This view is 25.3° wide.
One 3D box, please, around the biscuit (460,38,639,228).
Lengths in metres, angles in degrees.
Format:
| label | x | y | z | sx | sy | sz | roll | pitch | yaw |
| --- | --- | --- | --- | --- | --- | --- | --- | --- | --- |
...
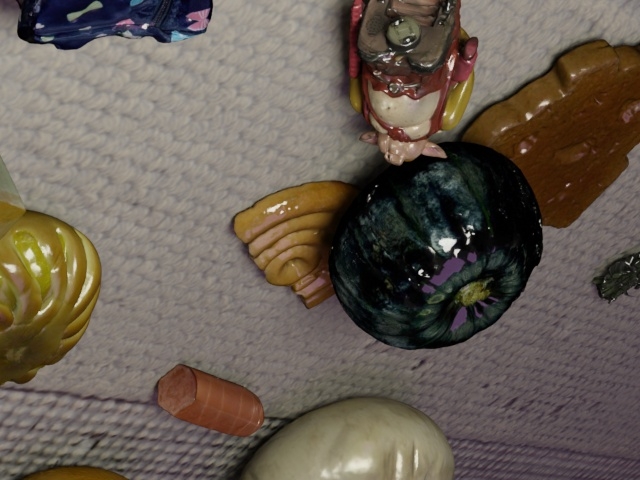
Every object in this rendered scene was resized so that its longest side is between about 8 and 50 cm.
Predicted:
| label | x | y | z | sx | sy | sz | roll | pitch | yaw |
| --- | --- | --- | --- | --- | --- | --- | --- | --- | --- |
| biscuit | 0.273 | -0.110 | 1.593 | 0.278 | 0.043 | 0.301 | -21 | 147 | -16 |

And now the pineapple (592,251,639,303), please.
| label | x | y | z | sx | sy | sz | roll | pitch | yaw |
| --- | --- | --- | --- | --- | --- | --- | --- | --- | --- |
| pineapple | 0.448 | 0.039 | 1.933 | 0.159 | 0.074 | 0.074 | -21 | 148 | -2 |

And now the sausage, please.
| label | x | y | z | sx | sy | sz | roll | pitch | yaw |
| --- | --- | --- | --- | --- | --- | --- | --- | --- | --- |
| sausage | -0.120 | 0.195 | 1.686 | 0.065 | 0.065 | 0.169 | -40 | 146 | 15 |

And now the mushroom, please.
| label | x | y | z | sx | sy | sz | roll | pitch | yaw |
| --- | --- | --- | --- | --- | --- | --- | --- | --- | --- |
| mushroom | 0.024 | 0.345 | 1.849 | 0.315 | 0.315 | 0.356 | -39 | -178 | 14 |

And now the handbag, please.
| label | x | y | z | sx | sy | sz | roll | pitch | yaw |
| --- | --- | --- | --- | --- | --- | --- | --- | --- | --- |
| handbag | -0.129 | -0.241 | 1.011 | 0.162 | 0.113 | 0.260 | -4 | 142 | -26 |

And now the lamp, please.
| label | x | y | z | sx | sy | sz | roll | pitch | yaw |
| --- | --- | --- | --- | --- | --- | --- | --- | --- | --- |
| lamp | 0.081 | -0.139 | 1.328 | 0.118 | 0.118 | 0.253 | -23 | 156 | -11 |

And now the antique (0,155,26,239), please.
| label | x | y | z | sx | sy | sz | roll | pitch | yaw |
| --- | --- | --- | --- | --- | --- | --- | --- | --- | --- |
| antique | -0.339 | -0.028 | 1.107 | 0.152 | 0.148 | 0.146 | -45 | 148 | 18 |

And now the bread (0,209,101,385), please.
| label | x | y | z | sx | sy | sz | roll | pitch | yaw |
| --- | --- | --- | --- | --- | --- | --- | --- | --- | --- |
| bread | -0.292 | 0.064 | 1.320 | 0.213 | 0.105 | 0.213 | -24 | 147 | -16 |

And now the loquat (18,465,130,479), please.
| label | x | y | z | sx | sy | sz | roll | pitch | yaw |
| --- | --- | --- | --- | --- | --- | --- | --- | --- | --- |
| loquat | -0.298 | 0.391 | 1.664 | 0.263 | 0.263 | 0.263 | -21 | 148 | -14 |

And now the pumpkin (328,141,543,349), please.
| label | x | y | z | sx | sy | sz | roll | pitch | yaw |
| --- | --- | --- | --- | --- | --- | --- | --- | --- | --- |
| pumpkin | 0.120 | 0.005 | 1.469 | 0.233 | 0.163 | 0.233 | -26 | 149 | -17 |

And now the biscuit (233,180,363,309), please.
| label | x | y | z | sx | sy | sz | roll | pitch | yaw |
| --- | --- | --- | --- | --- | --- | --- | --- | --- | --- |
| biscuit | 0.001 | 0.001 | 1.537 | 0.144 | 0.033 | 0.224 | -32 | 149 | 3 |
